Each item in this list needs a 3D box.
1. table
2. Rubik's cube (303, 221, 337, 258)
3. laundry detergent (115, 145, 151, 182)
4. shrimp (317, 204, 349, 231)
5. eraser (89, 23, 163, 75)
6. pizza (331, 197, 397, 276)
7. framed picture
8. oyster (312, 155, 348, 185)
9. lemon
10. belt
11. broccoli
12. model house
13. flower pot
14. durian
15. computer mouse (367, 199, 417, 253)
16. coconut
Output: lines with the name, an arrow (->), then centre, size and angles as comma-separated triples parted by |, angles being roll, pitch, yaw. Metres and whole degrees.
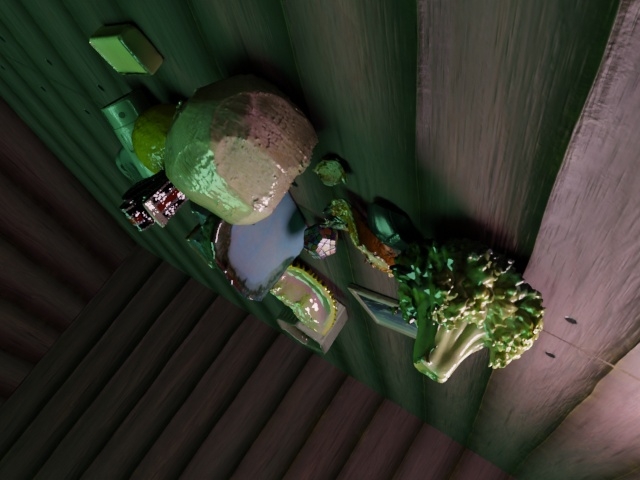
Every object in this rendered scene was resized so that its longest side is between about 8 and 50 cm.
table -> -0.505, -0.302, 1.685 | 0.126, 0.126, 0.220 | 9, 131, 54
Rubik's cube -> 0.000, 0.000, 1.678 | 0.111, 0.093, 0.111 | 33, 162, 12
laundry detergent -> -0.602, -0.253, 2.079 | 0.264, 0.124, 0.398 | 46, 160, -31
shrimp -> 0.042, -0.061, 1.563 | 0.161, 0.034, 0.091 | -1, 128, 52
eraser -> -0.465, -0.455, 1.430 | 0.172, 0.058, 0.117 | 17, 154, 45
pizza -> 0.116, 0.002, 1.456 | 0.056, 0.134, 0.271 | -31, 129, 21
framed picture -> 0.265, 0.255, 1.959 | 0.335, 0.022, 0.247 | 17, 155, 43
oyster -> 0.018, -0.160, 1.352 | 0.132, 0.029, 0.086 | 17, 148, 51
lemon -> -0.388, -0.258, 1.568 | 0.231, 0.192, 0.192 | 31, 161, 16
belt -> -0.322, -0.160, 1.469 | 0.126, 0.359, 0.094 | 46, 170, 51
broccoli -> 0.283, 0.155, 1.258 | 0.348, 0.281, 0.293 | 42, 160, -19
model house -> -0.276, -0.062, 1.717 | 0.339, 0.297, 0.360 | 28, 161, 33
flower pot -> -0.028, 0.303, 2.331 | 0.239, 0.189, 0.209 | 37, 161, -7
durian -> -0.074, 0.187, 2.150 | 0.352, 0.169, 0.158 | 38, 162, -6
computer mouse -> 0.166, -0.018, 1.390 | 0.106, 0.062, 0.192 | 14, 150, 50
coconut -> -0.182, -0.194, 1.221 | 0.254, 0.297, 0.297 | 45, 160, -26
